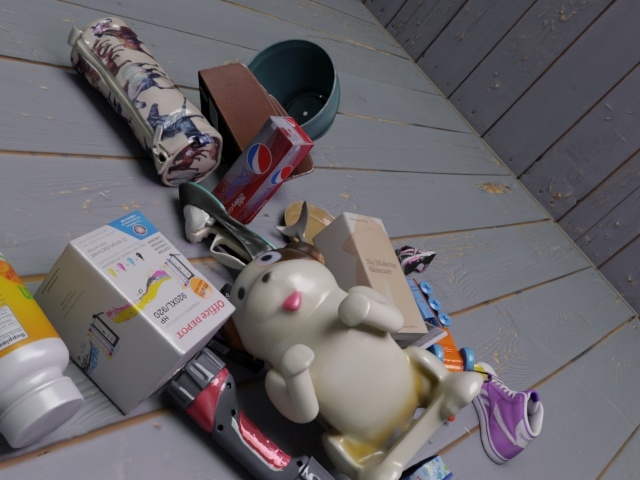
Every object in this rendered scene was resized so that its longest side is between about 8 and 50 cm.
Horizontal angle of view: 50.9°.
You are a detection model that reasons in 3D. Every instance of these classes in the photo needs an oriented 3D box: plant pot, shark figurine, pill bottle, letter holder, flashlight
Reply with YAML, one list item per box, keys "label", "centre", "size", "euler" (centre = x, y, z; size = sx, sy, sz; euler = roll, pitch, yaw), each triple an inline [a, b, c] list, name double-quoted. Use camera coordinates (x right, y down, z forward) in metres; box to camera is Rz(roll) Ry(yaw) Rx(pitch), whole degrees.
- label: "plant pot"
  centre: [-0.067, -0.395, 1.919]
  size: [0.293, 0.293, 0.196]
  euler: [58, 6, 26]
- label: "shark figurine"
  centre: [-0.036, 0.043, 1.490]
  size: [0.166, 0.116, 0.278]
  euler: [39, 37, -12]
- label: "plant pot"
  centre: [0.000, 0.000, 1.689]
  size: [0.236, 0.032, 0.236]
  euler: [31, 31, -21]
- label: "pill bottle"
  centre: [-0.421, 0.141, 0.883]
  size: [0.246, 0.136, 0.136]
  euler: [50, 30, 13]
- label: "letter holder"
  centre: [-0.152, -0.296, 1.679]
  size: [0.214, 0.152, 0.302]
  euler: [-19, 59, -18]
- label: "flashlight"
  centre: [-0.109, 0.309, 1.078]
  size: [0.304, 0.103, 0.103]
  euler: [41, 27, 1]

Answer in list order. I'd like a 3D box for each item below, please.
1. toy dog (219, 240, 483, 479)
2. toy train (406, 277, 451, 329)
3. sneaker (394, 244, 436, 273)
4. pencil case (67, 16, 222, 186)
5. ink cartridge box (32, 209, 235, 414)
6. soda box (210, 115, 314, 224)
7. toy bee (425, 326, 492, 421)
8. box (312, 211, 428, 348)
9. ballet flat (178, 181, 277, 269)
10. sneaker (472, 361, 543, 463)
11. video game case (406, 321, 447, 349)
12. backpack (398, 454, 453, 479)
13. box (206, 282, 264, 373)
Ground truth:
- label: "toy dog"
  centre: [0.022, 0.182, 1.172]
  size: [0.408, 0.284, 0.395]
  euler: [45, -1, 1]
- label: "toy train"
  centre: [0.256, 0.179, 1.721]
  size: [0.105, 0.080, 0.184]
  euler: [-1, 52, -39]
- label: "sneaker"
  centre: [0.267, 0.042, 1.923]
  size: [0.077, 0.072, 0.178]
  euler: [44, 22, 24]
- label: "pencil case"
  centre: [-0.392, -0.311, 1.495]
  size: [0.410, 0.160, 0.183]
  euler: [50, 15, 13]
- label: "ink cartridge box"
  centre: [-0.291, 0.108, 1.051]
  size: [0.232, 0.168, 0.171]
  euler: [45, 28, 2]
- label: "soda box"
  centre: [-0.135, -0.149, 1.483]
  size: [0.092, 0.263, 0.083]
  euler: [52, 30, 15]
- label: "toy bee"
  centre: [0.275, 0.315, 1.522]
  size: [0.195, 0.162, 0.298]
  euler: [14, 13, 11]
- label: "box"
  centre: [0.110, 0.100, 1.553]
  size: [0.148, 0.121, 0.311]
  euler: [7, 54, -45]
- label: "ballet flat"
  centre: [-0.211, -0.020, 1.384]
  size: [0.280, 0.095, 0.096]
  euler: [36, 51, 15]
- label: "sneaker"
  centre: [0.452, 0.377, 1.608]
  size: [0.102, 0.161, 0.282]
  euler: [27, 31, -23]
- label: "video game case"
  centre: [0.235, 0.226, 1.568]
  size: [0.011, 0.087, 0.122]
  euler: [62, -10, -10]
- label: "backpack"
  centre: [0.188, 0.451, 1.232]
  size: [0.105, 0.114, 0.084]
  euler: [-6, 55, -54]
- label: "box"
  centre: [-0.152, 0.165, 1.288]
  size: [0.116, 0.029, 0.162]
  euler: [32, 30, -19]
